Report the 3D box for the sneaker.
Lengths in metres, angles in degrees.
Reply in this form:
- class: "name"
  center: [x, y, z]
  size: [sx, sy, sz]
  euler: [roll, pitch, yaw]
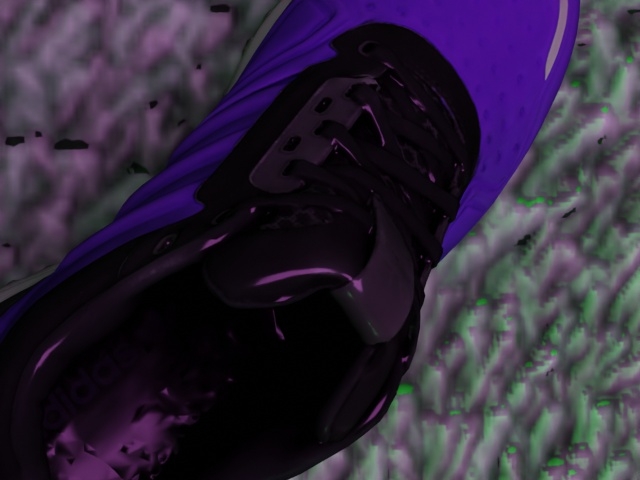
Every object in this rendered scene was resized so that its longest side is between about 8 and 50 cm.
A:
- class: "sneaker"
  center: [0.000, 0.001, 0.531]
  size: [0.293, 0.146, 0.102]
  euler: [-46, 108, -16]
